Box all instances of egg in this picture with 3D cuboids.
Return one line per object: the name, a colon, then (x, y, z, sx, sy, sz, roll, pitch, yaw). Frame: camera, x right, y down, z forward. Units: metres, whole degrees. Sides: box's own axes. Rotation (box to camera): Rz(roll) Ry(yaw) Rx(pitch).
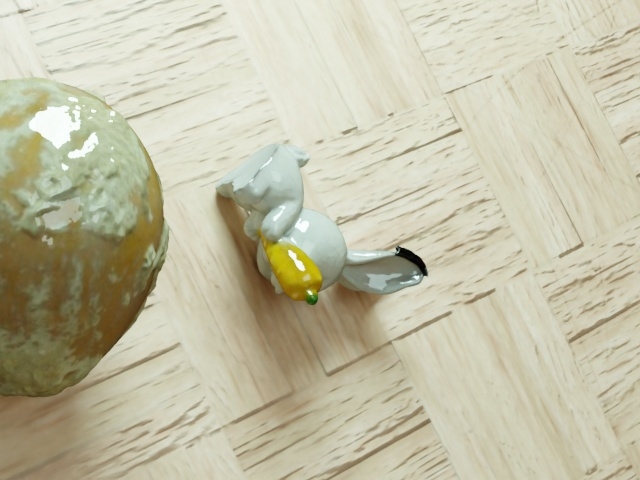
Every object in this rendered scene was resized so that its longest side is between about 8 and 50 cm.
egg: (-0.217, -0.005, 1.087, 0.203, 0.203, 0.245, 11, 73, -28)

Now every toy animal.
toy animal: (0.000, 0.000, 1.273, 0.127, 0.131, 0.182, -41, 106, -14)
